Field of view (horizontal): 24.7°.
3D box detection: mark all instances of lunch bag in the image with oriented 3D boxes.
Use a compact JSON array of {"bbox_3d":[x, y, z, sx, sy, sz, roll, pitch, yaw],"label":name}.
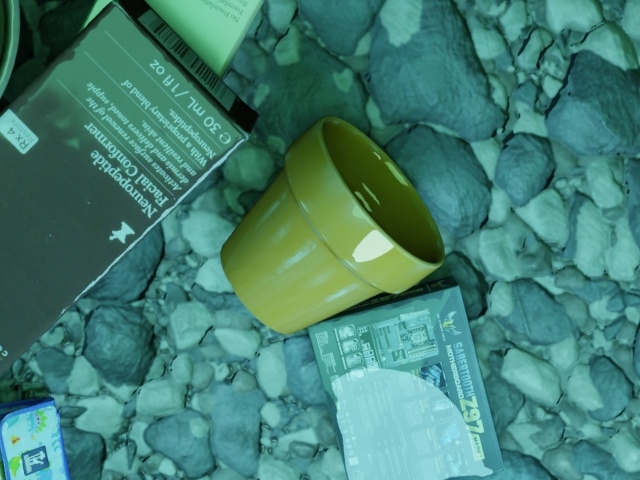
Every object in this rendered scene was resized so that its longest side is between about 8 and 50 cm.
[{"bbox_3d":[-0.368,0.256,1.674,0.151,0.096,0.128,-11,98,-15],"label":"lunch bag"}]

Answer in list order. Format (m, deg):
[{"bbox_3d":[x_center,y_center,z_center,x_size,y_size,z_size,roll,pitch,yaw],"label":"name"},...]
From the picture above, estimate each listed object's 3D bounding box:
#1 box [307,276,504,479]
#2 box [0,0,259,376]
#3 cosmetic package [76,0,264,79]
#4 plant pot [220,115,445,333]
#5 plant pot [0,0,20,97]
[{"bbox_3d":[0.098,0.177,1.695,0.183,0.059,0.232,-15,100,0],"label":"box"},{"bbox_3d":[-0.265,-0.055,1.480,0.381,0.143,0.191,-43,100,12],"label":"box"},{"bbox_3d":[-0.198,-0.169,1.578,0.160,0.113,0.309,28,102,-7],"label":"cosmetic package"},{"bbox_3d":[0.000,0.000,1.600,0.188,0.205,0.205,-39,100,20],"label":"plant pot"},{"bbox_3d":[-0.468,-0.215,1.467,0.323,0.280,0.323,-1,93,-13],"label":"plant pot"}]
